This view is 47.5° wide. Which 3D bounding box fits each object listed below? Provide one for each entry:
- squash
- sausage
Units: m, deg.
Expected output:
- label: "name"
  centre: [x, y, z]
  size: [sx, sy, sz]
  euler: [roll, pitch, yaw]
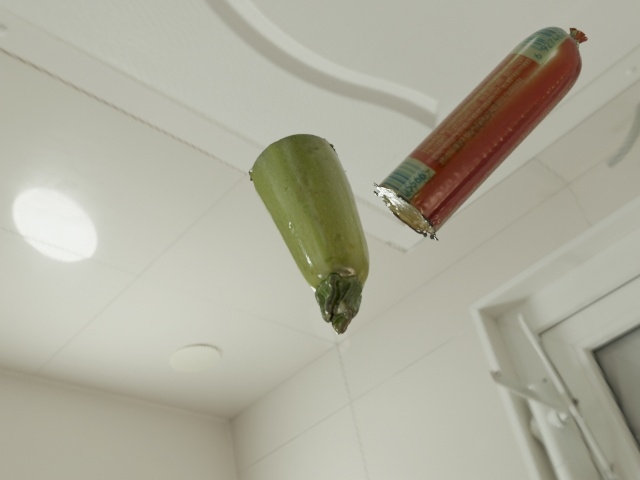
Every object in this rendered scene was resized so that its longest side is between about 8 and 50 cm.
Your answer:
- label: "squash"
  centre: [0.012, 0.001, 0.964]
  size: [0.137, 0.137, 0.288]
  euler: [17, -141, -46]
- label: "sausage"
  centre: [0.168, -0.116, 0.701]
  size: [0.083, 0.264, 0.083]
  euler: [44, 171, 9]
